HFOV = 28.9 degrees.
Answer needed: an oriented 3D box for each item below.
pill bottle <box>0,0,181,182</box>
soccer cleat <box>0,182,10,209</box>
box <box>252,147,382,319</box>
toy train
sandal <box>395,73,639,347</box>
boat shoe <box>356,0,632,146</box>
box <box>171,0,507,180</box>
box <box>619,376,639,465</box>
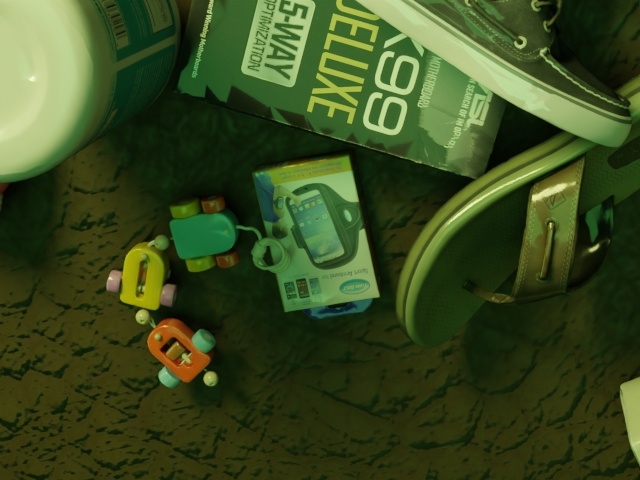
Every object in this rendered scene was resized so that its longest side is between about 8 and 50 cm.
[{"bbox_3d":[-0.183,-0.137,0.859,0.146,0.264,0.146,3,106,9],"label":"pill bottle"},{"bbox_3d":[-0.387,-0.120,0.995,0.318,0.108,0.116,23,89,4],"label":"soccer cleat"},{"bbox_3d":[0.000,0.000,0.996,0.081,0.028,0.136,-10,103,12],"label":"box"},{"bbox_3d":[-0.100,0.036,1.016,0.125,0.046,0.166,38,112,-5],"label":"toy train"},{"bbox_3d":[0.178,-0.015,0.905,0.302,0.120,0.086,-38,57,17],"label":"sandal"},{"bbox_3d":[0.120,-0.148,0.830,0.228,0.080,0.076,33,110,5],"label":"boat shoe"},{"bbox_3d":[0.047,-0.223,0.894,0.242,0.076,0.308,17,109,3],"label":"box"},{"bbox_3d":[0.396,0.130,0.921,0.311,0.121,0.148,-23,102,15],"label":"box"}]
